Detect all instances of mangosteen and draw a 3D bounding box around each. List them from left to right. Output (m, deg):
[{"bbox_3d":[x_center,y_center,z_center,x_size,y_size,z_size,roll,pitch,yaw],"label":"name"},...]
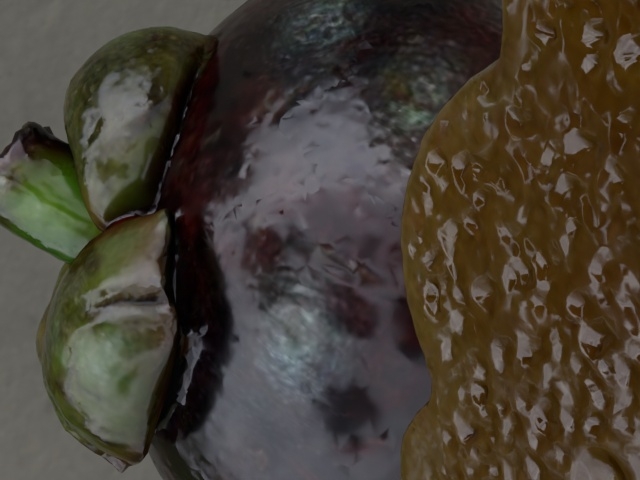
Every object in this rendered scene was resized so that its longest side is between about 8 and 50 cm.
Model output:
[{"bbox_3d":[0.015,0.002,0.858,0.300,0.300,0.300,14,127,19],"label":"mangosteen"}]

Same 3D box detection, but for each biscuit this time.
[{"bbox_3d":[0.086,0.008,0.471,0.183,0.047,0.319,21,120,50],"label":"biscuit"}]
